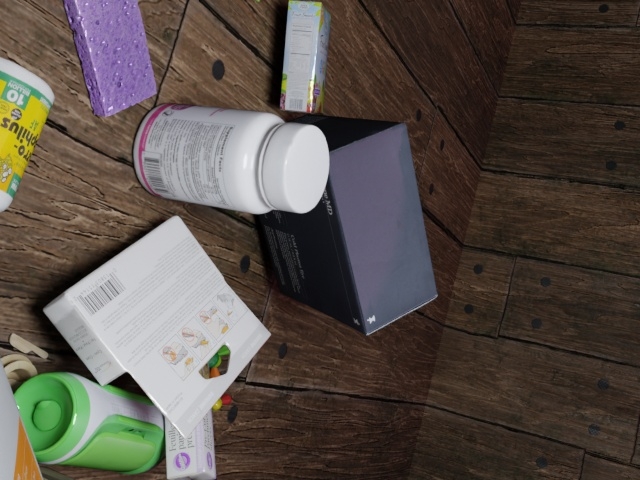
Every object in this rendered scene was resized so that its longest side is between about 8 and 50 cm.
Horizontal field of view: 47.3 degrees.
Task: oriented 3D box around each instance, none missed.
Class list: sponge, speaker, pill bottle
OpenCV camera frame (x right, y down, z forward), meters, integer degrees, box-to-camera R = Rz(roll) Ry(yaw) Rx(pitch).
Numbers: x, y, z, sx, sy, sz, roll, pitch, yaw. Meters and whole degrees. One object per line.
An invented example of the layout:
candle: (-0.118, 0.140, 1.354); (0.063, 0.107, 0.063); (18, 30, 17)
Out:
sponge: (-0.305, -0.297, 1.063); (0.117, 0.031, 0.210); (-45, 137, -47)
speaker: (-0.329, 0.276, 1.083); (0.296, 0.131, 0.131); (55, 51, -65)
pill bottle: (-0.140, -0.128, 1.160); (0.160, 0.283, 0.160); (-31, 126, -55)
pill bottle: (-0.404, -0.103, 0.855); (0.117, 0.118, 0.208); (40, 64, -59)

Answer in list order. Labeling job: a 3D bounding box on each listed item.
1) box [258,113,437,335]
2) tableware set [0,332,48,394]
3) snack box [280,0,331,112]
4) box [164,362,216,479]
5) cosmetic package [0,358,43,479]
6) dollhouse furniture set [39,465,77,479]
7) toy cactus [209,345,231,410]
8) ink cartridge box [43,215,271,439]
box: (0.030, -0.044, 1.376); (0.179, 0.312, 0.343); (-25, 114, -26)
tableware set: (-0.440, 0.176, 0.968); (0.128, 0.039, 0.194); (-67, 150, -22)
snack box: (-0.027, -0.360, 1.460); (0.174, 0.070, 0.207); (-56, 150, -77)
box: (-0.220, 0.231, 1.209); (0.067, 0.063, 0.324); (67, 12, -59)
cosmetic package: (-0.421, 0.191, 0.751); (0.161, 0.230, 0.453); (-13, 117, -13)
dollhouse furniture set: (-0.403, 0.449, 1.002); (0.212, 0.161, 0.242); (45, 60, -57)
toy cactus: (-0.218, 0.234, 1.356); (0.180, 0.112, 0.219); (-20, 125, -48)
ink cartridge box: (-0.233, 0.127, 1.118); (0.261, 0.066, 0.296); (54, 31, -7)
